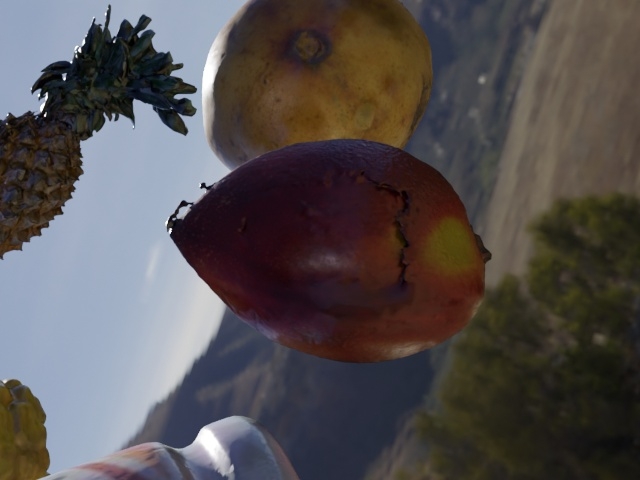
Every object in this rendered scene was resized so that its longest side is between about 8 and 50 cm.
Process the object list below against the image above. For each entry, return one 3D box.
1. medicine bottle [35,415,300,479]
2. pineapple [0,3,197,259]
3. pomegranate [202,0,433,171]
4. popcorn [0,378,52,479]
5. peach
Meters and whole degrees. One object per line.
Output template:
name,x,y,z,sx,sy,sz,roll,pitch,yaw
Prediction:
medicine bottle,-0.142,0.211,0.566,0.202,0.316,0.202,162,90,-77
pineapple,-0.185,-0.063,1.010,0.221,0.103,0.083,-45,-1,-13
pomegranate,-0.007,-0.167,1.533,0.260,0.260,0.260,18,-90,-88
popcorn,-0.339,0.245,1.402,0.200,0.203,0.226,-31,43,32
peach,0.001,-0.001,1.185,0.068,0.279,0.189,67,-149,-74
